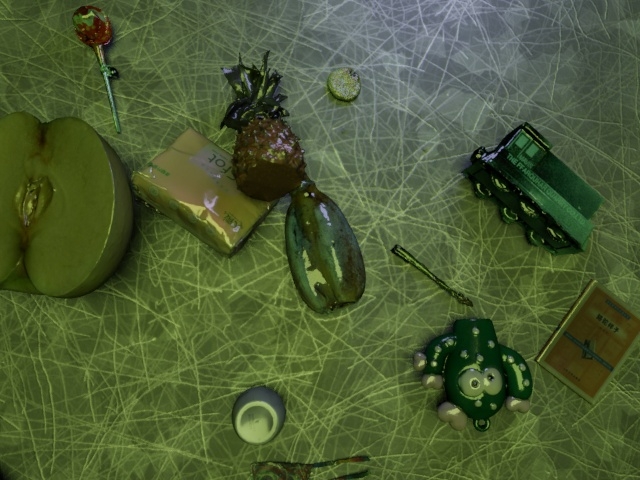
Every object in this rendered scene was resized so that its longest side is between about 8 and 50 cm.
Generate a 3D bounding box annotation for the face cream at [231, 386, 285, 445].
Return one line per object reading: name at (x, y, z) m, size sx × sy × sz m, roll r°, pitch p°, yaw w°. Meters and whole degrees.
face cream at (-0.133, 0.377, 1.069) m, size 0.117 × 0.104 × 0.117 m, roll 0°, pitch 86°, yaw -4°

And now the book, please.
book at (0.638, 0.237, 1.165) m, size 0.170 × 0.018 × 0.242 m, roll 38°, pitch 85°, yaw 1°

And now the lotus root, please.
lotus root at (0.000, 0.000, 1.097) m, size 0.158 × 0.140 × 0.322 m, roll -20°, pitch 80°, yaw 20°

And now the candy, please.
candy at (-0.495, -0.389, 1.135) m, size 0.078 × 0.084 × 0.288 m, roll -13°, pitch 93°, yaw -8°

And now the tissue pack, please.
tissue pack at (-0.239, -0.101, 1.071) m, size 0.256 × 0.123 × 0.215 m, roll 35°, pitch 52°, yaw -2°

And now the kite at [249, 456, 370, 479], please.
kite at (-0.015, 0.551, 1.109) m, size 0.285 × 0.015 × 0.152 m, roll -9°, pitch 89°, yaw -1°

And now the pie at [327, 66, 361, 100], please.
pie at (0.058, -0.370, 1.183) m, size 0.085 × 0.017 × 0.085 m, roll 0°, pitch 85°, yaw -4°

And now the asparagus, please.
asparagus at (0.262, 0.085, 1.157) m, size 0.233 × 0.023 × 0.022 m, roll 37°, pitch 129°, yaw 1°

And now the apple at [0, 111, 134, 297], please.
apple at (-0.545, -0.070, 0.995) m, size 0.320 × 0.311 × 0.360 m, roll 11°, pitch 80°, yaw -29°

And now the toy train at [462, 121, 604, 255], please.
toy train at (0.493, -0.117, 1.130) m, size 0.330 × 0.138 × 0.178 m, roll 41°, pitch 80°, yaw 0°

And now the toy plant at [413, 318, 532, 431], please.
toy plant at (0.340, 0.296, 1.098) m, size 0.232 × 0.112 × 0.243 m, roll -26°, pitch 81°, yaw -6°

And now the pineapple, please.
pineapple at (-0.133, -0.255, 1.060) m, size 0.165 × 0.165 × 0.365 m, roll -13°, pitch 59°, yaw -4°
